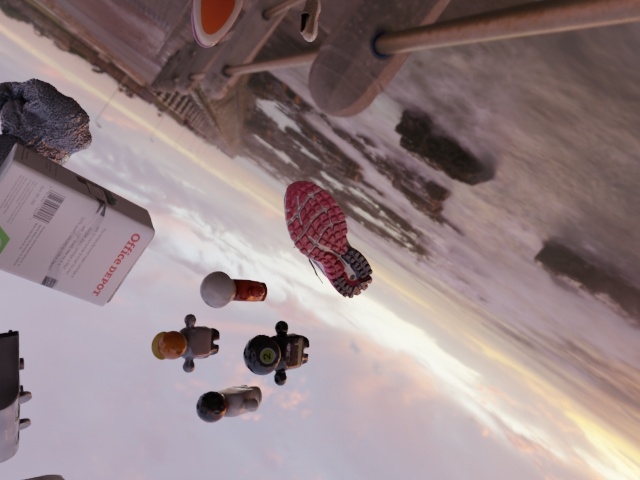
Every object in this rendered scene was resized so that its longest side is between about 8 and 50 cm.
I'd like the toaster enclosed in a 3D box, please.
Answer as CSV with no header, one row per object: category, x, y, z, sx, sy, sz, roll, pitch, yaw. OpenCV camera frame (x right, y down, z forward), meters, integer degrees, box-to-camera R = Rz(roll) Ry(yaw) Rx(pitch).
toaster,-0.447,0.197,0.590,0.185,0.168,0.110,-5,-129,-35

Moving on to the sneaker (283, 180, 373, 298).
sneaker,0.000,0.000,1.066,0.112,0.120,0.299,41,164,53

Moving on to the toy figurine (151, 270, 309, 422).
toy figurine,-0.150,0.177,0.835,0.213,0.209,0.148,51,-165,22

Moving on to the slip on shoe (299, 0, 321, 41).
slip on shoe,-0.032,-0.594,1.328,0.051,0.136,0.041,-3,168,45

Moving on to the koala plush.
koala plush,-0.563,-0.174,0.945,0.203,0.221,0.196,-1,137,34

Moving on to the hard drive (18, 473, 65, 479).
hard drive,-0.403,0.415,0.469,0.047,0.353,0.233,20,-179,34

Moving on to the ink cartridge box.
ink cartridge box,-0.393,-0.017,0.769,0.219,0.160,0.092,32,-171,-36

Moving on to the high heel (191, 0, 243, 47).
high heel,-0.275,-0.671,1.321,0.127,0.378,0.181,20,173,-31
